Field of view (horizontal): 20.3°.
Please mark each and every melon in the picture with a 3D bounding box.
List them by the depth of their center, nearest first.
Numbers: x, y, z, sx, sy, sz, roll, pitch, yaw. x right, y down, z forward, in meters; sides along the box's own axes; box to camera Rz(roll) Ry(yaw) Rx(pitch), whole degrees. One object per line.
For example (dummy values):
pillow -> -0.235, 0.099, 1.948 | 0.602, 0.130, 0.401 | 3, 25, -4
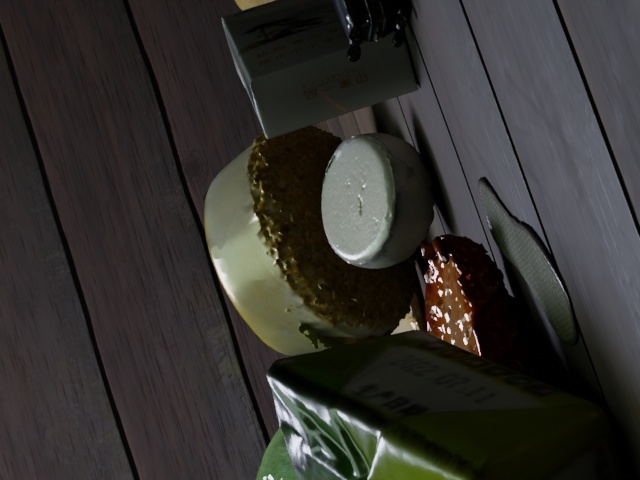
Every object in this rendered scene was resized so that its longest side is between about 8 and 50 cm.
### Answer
melon -> 0.100, 0.061, 2.287 | 0.098, 0.054, 0.182 | -129, 20, -67

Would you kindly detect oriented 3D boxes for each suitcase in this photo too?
suitcase -> 0.034, -0.227, 1.530 | 0.086, 0.059, 0.126 | 101, 151, -82

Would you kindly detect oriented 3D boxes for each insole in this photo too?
insole -> 0.150, 0.015, 1.311 | 0.253, 0.005, 0.086 | -114, 7, -70

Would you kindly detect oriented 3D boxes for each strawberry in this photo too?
strawberry -> 0.137, 0.082, 1.428 | 0.121, 0.082, 0.188 | 137, 126, -66

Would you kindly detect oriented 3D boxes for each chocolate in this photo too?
chocolate -> 0.115, 0.227, 1.301 | 0.289, 0.137, 0.300 | 21, 134, 59

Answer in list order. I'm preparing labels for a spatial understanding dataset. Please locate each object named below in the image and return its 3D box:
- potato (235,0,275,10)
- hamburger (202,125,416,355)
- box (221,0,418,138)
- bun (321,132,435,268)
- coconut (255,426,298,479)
potato -> -0.061, -0.354, 2.198 | 0.109, 0.118, 0.178 | 33, 145, 22
hamburger -> 0.000, 0.000, 2.090 | 0.294, 0.179, 0.276 | 55, -152, -22
box -> -0.006, -0.180, 1.706 | 0.233, 0.150, 0.067 | -114, 9, -67
bun -> 0.070, -0.038, 1.768 | 0.138, 0.094, 0.138 | -5, 84, 54
coconut -> 0.083, 0.333, 2.138 | 0.281, 0.328, 0.328 | -55, -37, -38
